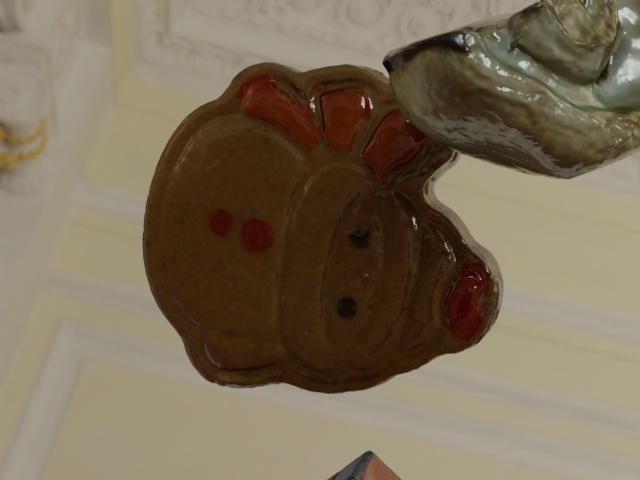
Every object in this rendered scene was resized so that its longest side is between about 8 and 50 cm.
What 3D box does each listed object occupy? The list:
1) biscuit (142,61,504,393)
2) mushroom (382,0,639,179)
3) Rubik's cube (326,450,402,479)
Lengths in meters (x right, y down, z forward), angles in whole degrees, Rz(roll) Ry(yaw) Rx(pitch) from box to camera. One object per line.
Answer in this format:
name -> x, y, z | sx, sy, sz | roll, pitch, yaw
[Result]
biscuit -> 0.000, 0.000, 1.407 | 0.381, 0.074, 0.359 | 19, -74, 21
mushroom -> 0.190, -0.130, 1.170 | 0.189, 0.267, 0.164 | -22, -87, 51
Rubik's cube -> 0.012, 0.174, 0.661 | 0.092, 0.092, 0.092 | 45, -53, -5
